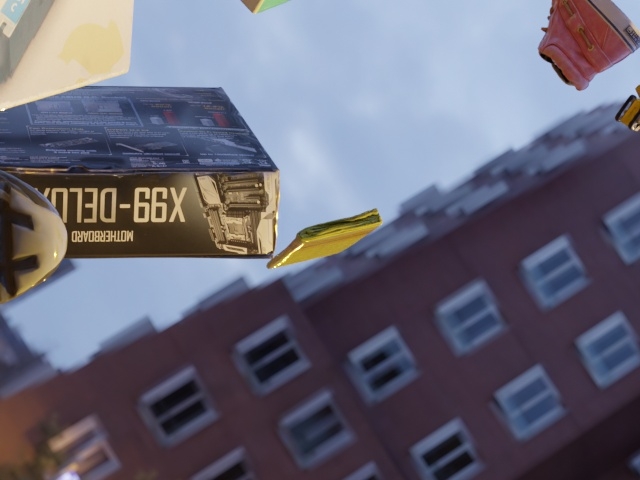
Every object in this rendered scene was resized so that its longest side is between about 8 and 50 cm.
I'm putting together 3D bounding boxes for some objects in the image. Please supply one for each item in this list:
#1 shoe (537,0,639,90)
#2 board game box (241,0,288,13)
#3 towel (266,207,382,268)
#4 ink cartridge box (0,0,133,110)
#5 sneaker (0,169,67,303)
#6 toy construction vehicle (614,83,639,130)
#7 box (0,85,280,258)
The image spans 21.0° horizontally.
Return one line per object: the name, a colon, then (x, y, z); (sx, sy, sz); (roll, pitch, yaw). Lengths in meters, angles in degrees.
shoe: (0.233, -0.208, 1.636); (0.063, 0.081, 0.178); (45, 9, -35)
board game box: (-0.034, -0.355, 1.122); (0.254, 0.079, 0.336); (49, -43, 12)
towel: (0.000, 0.000, 2.073); (0.237, 0.102, 0.021); (142, -65, -76)
ink cartridge box: (-0.198, -0.193, 0.891); (0.066, 0.296, 0.261); (13, -69, 24)
sneaker: (-0.260, -0.019, 1.074); (0.267, 0.106, 0.101); (6, -77, 28)
toy construction vehicle: (0.359, -0.140, 1.738); (0.086, 0.098, 0.035); (36, 4, 40)
box: (-0.207, -0.060, 1.366); (0.242, 0.308, 0.076); (-126, -142, -65)
